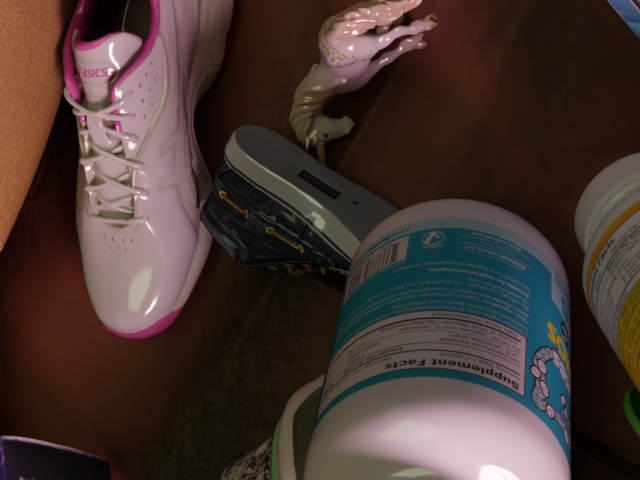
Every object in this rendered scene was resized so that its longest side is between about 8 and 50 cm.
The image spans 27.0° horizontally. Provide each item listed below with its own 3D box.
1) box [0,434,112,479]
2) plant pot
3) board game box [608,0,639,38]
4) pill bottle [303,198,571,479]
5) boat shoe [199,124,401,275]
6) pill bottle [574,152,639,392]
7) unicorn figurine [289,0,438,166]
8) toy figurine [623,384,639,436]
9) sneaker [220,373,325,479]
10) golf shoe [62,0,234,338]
[{"bbox_3d":[-0.223,0.267,0.948,0.153,0.108,0.207,-35,54,25],"label":"box"},{"bbox_3d":[-0.288,-0.117,0.969,0.237,0.237,0.254,-9,71,24],"label":"plant pot"},{"bbox_3d":[0.219,-0.244,0.709,0.079,0.336,0.253,17,91,26],"label":"board game box"},{"bbox_3d":[0.071,0.102,0.769,0.146,0.264,0.146,5,126,7],"label":"pill bottle"},{"bbox_3d":[0.000,0.000,0.942,0.183,0.065,0.083,37,127,13],"label":"boat shoe"},{"bbox_3d":[0.218,0.035,0.753,0.117,0.117,0.208,-42,31,15],"label":"pill bottle"},{"bbox_3d":[0.025,-0.123,0.923,0.111,0.162,0.060,-33,63,-10],"label":"unicorn figurine"},{"bbox_3d":[0.217,0.194,0.776,0.173,0.130,0.159,50,125,52],"label":"toy figurine"},{"bbox_3d":[-0.015,0.287,0.835,0.182,0.158,0.410,-31,40,40],"label":"sneaker"},{"bbox_3d":[-0.145,-0.082,0.974,0.115,0.140,0.306,2,86,24],"label":"golf shoe"}]
